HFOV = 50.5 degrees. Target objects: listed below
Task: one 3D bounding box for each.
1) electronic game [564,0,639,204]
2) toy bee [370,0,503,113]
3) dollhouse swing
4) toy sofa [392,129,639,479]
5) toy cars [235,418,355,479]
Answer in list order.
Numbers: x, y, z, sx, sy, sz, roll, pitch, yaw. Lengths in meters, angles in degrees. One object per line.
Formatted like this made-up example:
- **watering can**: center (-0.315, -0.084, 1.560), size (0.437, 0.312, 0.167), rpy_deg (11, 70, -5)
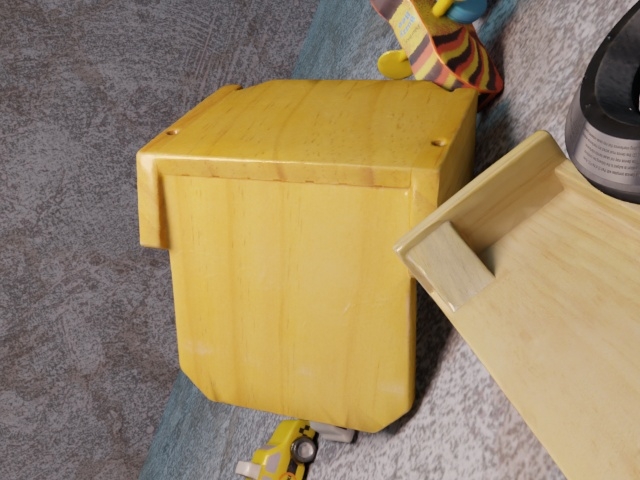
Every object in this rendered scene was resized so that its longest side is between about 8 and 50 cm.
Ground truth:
- **electronic game**: center (0.235, -0.108, 0.358), size (0.229, 0.048, 0.229), rpy_deg (-39, 23, 20)
- **toy bee**: center (0.122, -0.299, 0.897), size (0.298, 0.162, 0.195), rpy_deg (-114, 35, -42)
- **dollhouse swing**: center (0.000, 0.000, 0.835), size (0.315, 0.346, 0.305), rpy_deg (-56, -35, -51)
- **toy sofa**: center (0.187, 0.074, 0.388), size (0.150, 0.177, 0.362), rpy_deg (-40, 19, 6)
- **toy cars**: center (-0.028, 0.250, 0.931), size (0.394, 0.087, 0.176), rpy_deg (-62, 16, 19)
